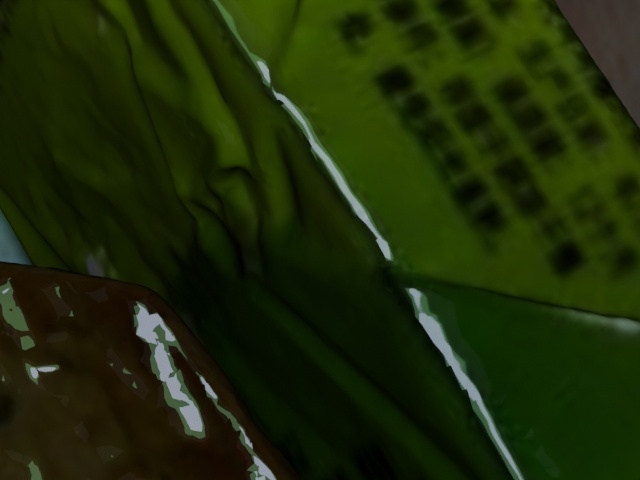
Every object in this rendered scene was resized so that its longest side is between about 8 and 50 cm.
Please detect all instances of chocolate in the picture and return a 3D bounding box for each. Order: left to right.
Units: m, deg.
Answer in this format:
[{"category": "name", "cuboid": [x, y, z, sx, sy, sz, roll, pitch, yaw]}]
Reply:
[{"category": "chocolate", "cuboid": [0.000, 0.000, 0.703, 0.137, 0.301, 0.289, -30, 83, -25]}]

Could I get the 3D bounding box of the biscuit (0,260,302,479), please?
[{"category": "biscuit", "cuboid": [-0.148, 0.171, 0.651, 0.359, 0.046, 0.359, -1, 86, 12]}]
